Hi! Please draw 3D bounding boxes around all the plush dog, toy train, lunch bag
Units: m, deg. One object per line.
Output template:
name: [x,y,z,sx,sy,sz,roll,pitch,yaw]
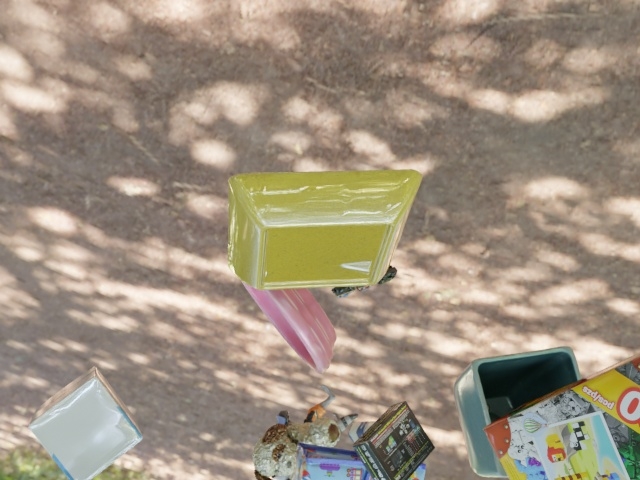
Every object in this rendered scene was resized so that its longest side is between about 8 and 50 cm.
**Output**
plush dog: [-0.092,0.610,2.369,0.225,0.262,0.211,0,-162,-32]
toy train: [0.090,0.088,1.691,0.158,0.027,0.036,-16,144,-26]
lunch bag: [0.087,0.566,1.728,0.293,0.220,0.138,8,178,-9]

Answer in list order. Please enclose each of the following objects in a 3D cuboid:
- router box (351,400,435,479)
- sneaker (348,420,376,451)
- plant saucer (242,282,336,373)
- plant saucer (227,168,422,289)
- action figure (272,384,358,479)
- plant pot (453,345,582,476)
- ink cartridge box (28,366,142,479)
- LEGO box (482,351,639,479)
router box: [0.116,0.325,1.285,0.038,0.122,0.092,-30,92,45]
sneaker: [0.117,0.563,1.966,0.131,0.112,0.296,8,107,14]
plant saucer: [-0.072,0.145,1.824,0.332,0.084,0.332,49,167,15]
plant saucer: [0.000,0.000,1.482,0.333,0.081,0.332,-2,151,-8]
action figure: [-0.039,0.626,2.587,0.179,0.330,0.341,27,150,20]
plant pot: [0.430,0.400,1.823,0.248,0.247,0.252,-6,159,-15]
ink cartridge box: [-0.596,0.466,2.078,0.198,0.197,0.270,55,165,-6]
LEGO box: [0.567,0.448,1.340,0.372,0.500,0.193,-38,162,36]
